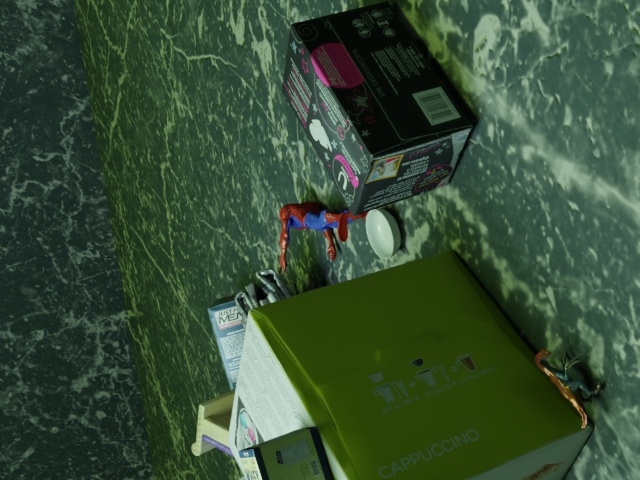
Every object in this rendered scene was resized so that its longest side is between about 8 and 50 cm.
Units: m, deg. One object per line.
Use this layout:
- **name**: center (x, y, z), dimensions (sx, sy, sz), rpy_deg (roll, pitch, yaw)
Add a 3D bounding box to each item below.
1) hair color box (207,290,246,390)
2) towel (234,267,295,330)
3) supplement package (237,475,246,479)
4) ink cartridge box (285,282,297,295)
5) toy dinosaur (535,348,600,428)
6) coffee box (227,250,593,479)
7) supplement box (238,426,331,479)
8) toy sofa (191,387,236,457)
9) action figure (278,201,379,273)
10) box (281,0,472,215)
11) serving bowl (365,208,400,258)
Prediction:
- **hair color box**: center (-0.149, 0.293, 2.088), dimensions (0.174, 0.105, 0.347), rpy_deg (-92, -13, -88)
- **towel**: center (-0.059, 0.210, 1.768), dimensions (0.284, 0.121, 0.235), rpy_deg (59, 178, 15)
- **supplement package**: center (-0.064, 0.635, 2.040), dimensions (0.204, 0.145, 0.262), rpy_deg (45, 167, 46)
- **ink cartridge box**: center (-0.092, 0.174, 1.950), dimensions (0.063, 0.109, 0.151), rpy_deg (-21, 86, 67)
- **toy dinosaur**: center (0.299, 0.171, 1.145), dimensions (0.082, 0.090, 0.047), rpy_deg (19, 151, 7)
- **coffee box**: center (0.101, 0.273, 1.308), dimensions (0.338, 0.337, 0.334), rpy_deg (56, 149, 35)
- **supplement box**: center (-0.041, 0.274, 1.108), dimensions (0.056, 0.083, 0.083), rpy_deg (-32, 74, 63)
- **toy sofa**: center (-0.076, 0.441, 1.850), dimensions (0.362, 0.150, 0.177), rpy_deg (19, 111, 33)
- **action figure**: center (0.000, 0.000, 1.657), dimensions (0.280, 0.091, 0.139), rpy_deg (17, 111, 62)
- **box**: center (0.071, -0.185, 1.299), dimensions (0.247, 0.163, 0.142), rpy_deg (62, 157, 26)
- **serving bowl**: center (0.105, -0.013, 1.501), dimensions (0.083, 0.027, 0.083), rpy_deg (46, 145, 47)
